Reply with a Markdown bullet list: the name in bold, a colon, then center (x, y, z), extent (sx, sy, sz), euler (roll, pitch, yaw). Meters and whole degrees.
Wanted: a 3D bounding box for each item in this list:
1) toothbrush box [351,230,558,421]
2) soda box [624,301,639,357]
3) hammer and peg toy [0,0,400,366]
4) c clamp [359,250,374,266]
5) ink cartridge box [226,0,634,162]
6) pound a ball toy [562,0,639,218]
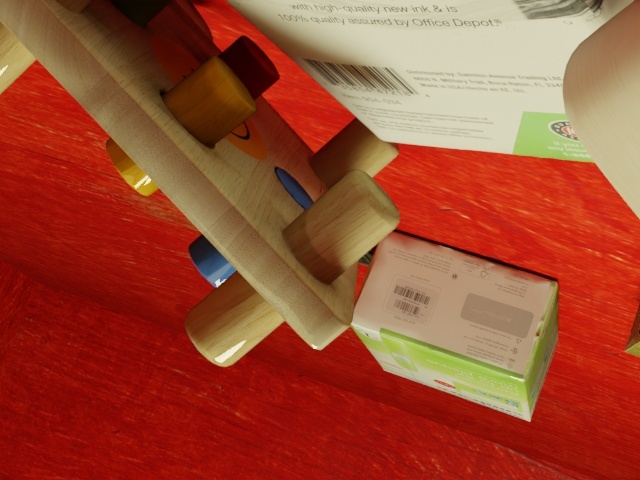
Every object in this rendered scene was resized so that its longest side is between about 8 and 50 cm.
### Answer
- **toothbrush box**: center (0.168, 0.108, 1.362), extent (0.206, 0.122, 0.283), euler (18, 168, 16)
- **soda box**: center (0.345, 0.077, 1.086), extent (0.061, 0.058, 0.181), euler (20, 167, 6)
- **hammer and peg toy**: center (-0.059, -0.084, 0.705), extent (0.266, 0.127, 0.361), euler (47, -167, -8)
- **c clamp**: center (0.000, 0.000, 1.408), extent (0.160, 0.022, 0.137), euler (18, 167, 19)
- **ink cartridge box**: center (0.052, -0.145, 0.515), extent (0.198, 0.115, 0.273), euler (11, 164, 39)
- **pound a ball toy**: center (0.216, -0.111, 0.370), extent (0.136, 0.208, 0.319), euler (52, 153, -1)
